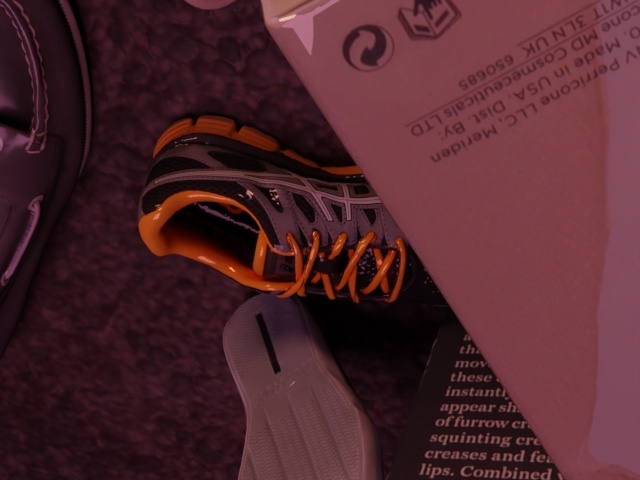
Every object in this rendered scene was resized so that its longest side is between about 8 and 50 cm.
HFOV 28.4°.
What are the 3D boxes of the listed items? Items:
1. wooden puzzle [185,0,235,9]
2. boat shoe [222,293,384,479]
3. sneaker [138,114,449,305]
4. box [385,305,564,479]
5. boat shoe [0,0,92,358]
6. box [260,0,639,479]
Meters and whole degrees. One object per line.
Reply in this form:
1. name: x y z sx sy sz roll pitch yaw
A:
1. wooden puzzle: -0.031 -0.246 0.547 0.239 0.044 0.221 -30 111 30
2. boat shoe: 0.002 0.115 0.699 0.083 0.226 0.076 -29 125 13
3. sneaker: 0.000 0.000 0.689 0.215 0.083 0.084 13 127 9
4. box: 0.146 0.249 0.618 0.212 0.395 0.293 -1 124 22
5. boat shoe: -0.215 -0.014 0.748 0.112 0.095 0.335 24 130 1
6. box: 0.105 -0.012 0.450 0.121 0.148 0.311 -28 121 11
